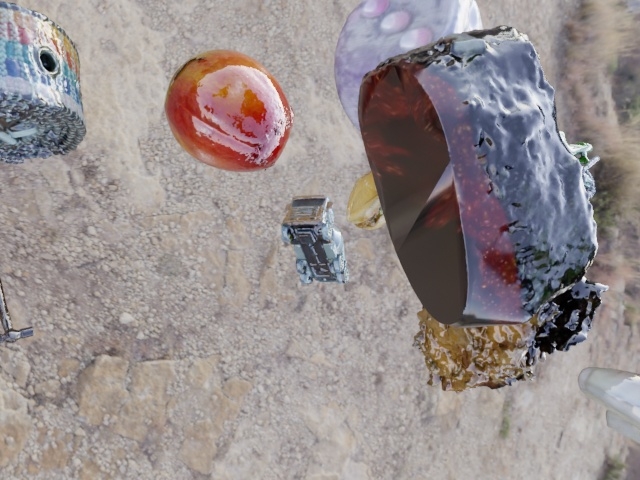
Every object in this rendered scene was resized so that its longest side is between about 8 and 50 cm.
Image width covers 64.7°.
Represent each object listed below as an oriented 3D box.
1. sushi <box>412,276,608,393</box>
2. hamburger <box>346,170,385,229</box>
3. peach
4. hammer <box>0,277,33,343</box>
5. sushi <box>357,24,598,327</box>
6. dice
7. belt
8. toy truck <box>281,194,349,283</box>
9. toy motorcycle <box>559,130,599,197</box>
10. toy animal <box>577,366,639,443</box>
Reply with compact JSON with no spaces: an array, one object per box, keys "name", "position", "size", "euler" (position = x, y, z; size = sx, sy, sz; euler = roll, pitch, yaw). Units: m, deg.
[{"name":"sushi","position":[0.281,0.083,0.756],"size":[0.208,0.235,0.348],"euler":[-40,143,-39]},{"name":"hamburger","position":[0.170,-0.136,1.710],"size":[0.108,0.214,0.213],"euler":[23,79,-26]},{"name":"peach","position":[-0.259,-0.362,1.471],"size":[0.370,0.370,0.369],"euler":[-6,99,-41]},{"name":"hammer","position":[-0.599,0.116,0.956],"size":[0.065,0.178,0.021],"euler":[-5,142,-47]},{"name":"sushi","position":[0.124,-0.048,0.405],"size":[0.126,0.136,0.224],"euler":[-20,98,-20]},{"name":"dice","position":[0.207,-0.384,1.132],"size":[0.270,0.272,0.269],"euler":[44,57,-52]},{"name":"belt","position":[-0.438,-0.218,0.702],"size":[0.207,0.295,0.160],"euler":[-10,89,-8]},{"name":"toy truck","position":[0.000,0.000,1.141],"size":[0.256,0.108,0.140],"euler":[69,26,-47]},{"name":"toy motorcycle","position":[0.344,-0.124,0.755],"size":[0.190,0.074,0.106],"euler":[15,72,-28]},{"name":"toy animal","position":[0.340,0.100,0.360],"size":[0.188,0.266,0.308],"euler":[-50,125,-1]}]
